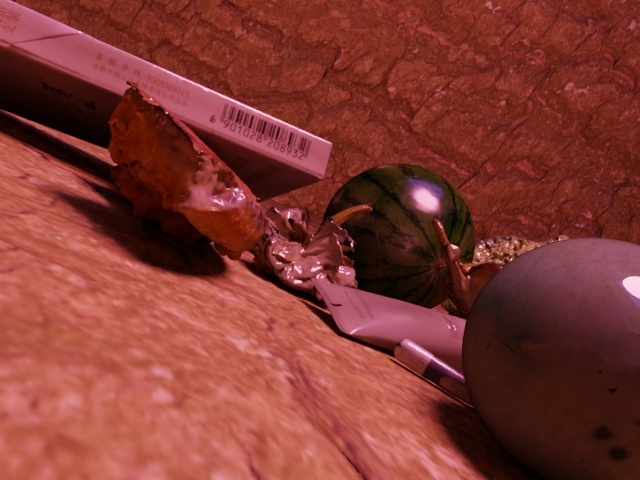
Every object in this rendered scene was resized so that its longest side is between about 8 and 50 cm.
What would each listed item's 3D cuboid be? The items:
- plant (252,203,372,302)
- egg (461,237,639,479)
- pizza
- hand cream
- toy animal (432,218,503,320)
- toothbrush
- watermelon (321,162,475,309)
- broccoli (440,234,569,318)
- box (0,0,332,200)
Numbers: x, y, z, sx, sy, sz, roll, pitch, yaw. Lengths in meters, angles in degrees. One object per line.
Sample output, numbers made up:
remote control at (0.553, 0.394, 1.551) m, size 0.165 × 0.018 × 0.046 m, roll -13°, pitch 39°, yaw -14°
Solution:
plant at (0.000, 0.000, 0.665) m, size 0.116 × 0.122 × 0.104 m, roll 36°, pitch 8°, yaw -49°
egg at (0.183, 0.082, 0.456) m, size 0.169 × 0.169 × 0.236 m, roll 29°, pitch -1°, yaw 4°
pizza at (-0.122, -0.047, 0.569) m, size 0.161 × 0.085 × 0.305 m, roll 45°, pitch -3°, yaw -13°
hand cream at (0.079, 0.084, 0.631) m, size 0.186 × 0.054 × 0.087 m, roll 20°, pitch 20°, yaw -28°
toy animal at (0.177, 0.083, 0.691) m, size 0.241 × 0.057 × 0.099 m, roll 58°, pitch -8°, yaw 5°
toothbrush at (0.186, 0.163, 0.547) m, size 0.288 × 0.024 × 0.026 m, roll 31°, pitch 17°, yaw 11°
watermelon at (0.087, -0.004, 0.818) m, size 0.188 × 0.187 × 0.215 m, roll 27°, pitch 3°, yaw -30°
broccoli at (0.334, 0.104, 1.047) m, size 0.288 × 0.235 × 0.260 m, roll -9°, pitch -14°, yaw 21°
box at (-0.192, -0.134, 0.737) m, size 0.366 × 0.051 × 0.205 m, roll 20°, pitch -13°, yaw -25°
